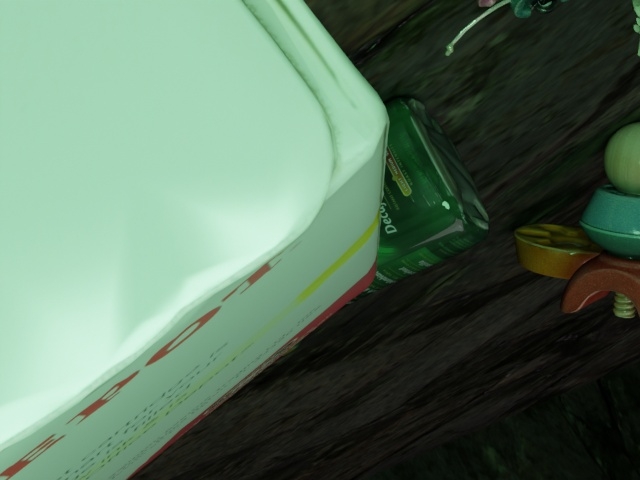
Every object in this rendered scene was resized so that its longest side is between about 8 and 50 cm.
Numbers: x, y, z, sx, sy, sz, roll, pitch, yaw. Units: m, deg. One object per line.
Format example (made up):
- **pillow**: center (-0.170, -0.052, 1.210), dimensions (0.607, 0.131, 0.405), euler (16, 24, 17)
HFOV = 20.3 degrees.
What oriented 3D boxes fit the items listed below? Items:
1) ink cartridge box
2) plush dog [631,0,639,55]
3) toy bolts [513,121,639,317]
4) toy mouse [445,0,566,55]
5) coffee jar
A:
- **ink cartridge box**: center (-0.133, 0.020, 0.520), dimensions (0.279, 0.160, 0.384), euler (-38, 175, -3)
- **plush dog**: center (0.193, -0.184, 0.611), dimensions (0.262, 0.210, 0.225), euler (-13, 142, -38)
- **toy bolts**: center (0.257, -0.034, 1.482), dimensions (0.218, 0.158, 0.228), euler (11, -165, 23)
- **toy mouse**: center (0.106, -0.140, 0.859), dimensions (0.143, 0.031, 0.161), euler (-36, 165, 33)
- **coffee jar**: center (0.000, 0.000, 1.051), dimensions (0.184, 0.096, 0.079), euler (-32, 164, 15)
